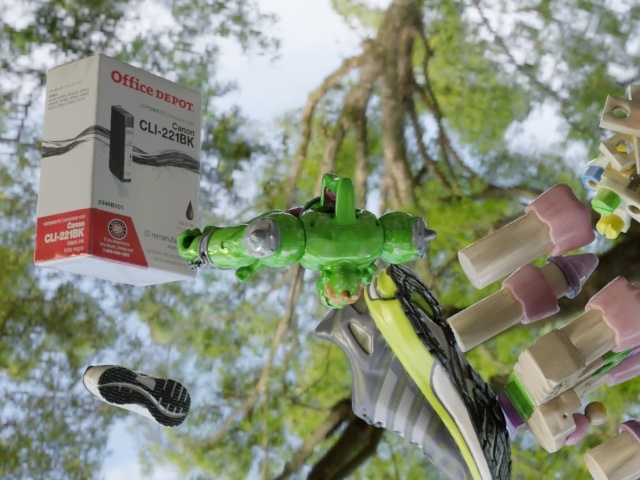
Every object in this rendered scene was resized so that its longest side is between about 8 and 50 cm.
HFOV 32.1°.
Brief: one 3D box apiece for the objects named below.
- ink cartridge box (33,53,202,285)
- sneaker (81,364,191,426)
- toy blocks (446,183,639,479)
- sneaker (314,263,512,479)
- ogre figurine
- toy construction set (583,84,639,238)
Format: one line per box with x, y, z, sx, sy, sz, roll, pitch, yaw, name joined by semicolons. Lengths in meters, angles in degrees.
-0.266;-0.090;1.493;0.114;0.272;0.197;-10;164;37;ink cartridge box
-0.157;0.129;0.952;0.044;0.040;0.109;7;160;46;sneaker
0.315;0.107;1.119;0.260;0.288;0.309;-28;-110;-8;toy blocks
0.105;0.170;1.164;0.299;0.121;0.111;61;-154;-7;sneaker
0.000;0.000;0.841;0.197;0.096;0.118;19;172;-15;ogre figurine
0.397;-0.081;1.233;0.215;0.151;0.327;33;174;17;toy construction set
